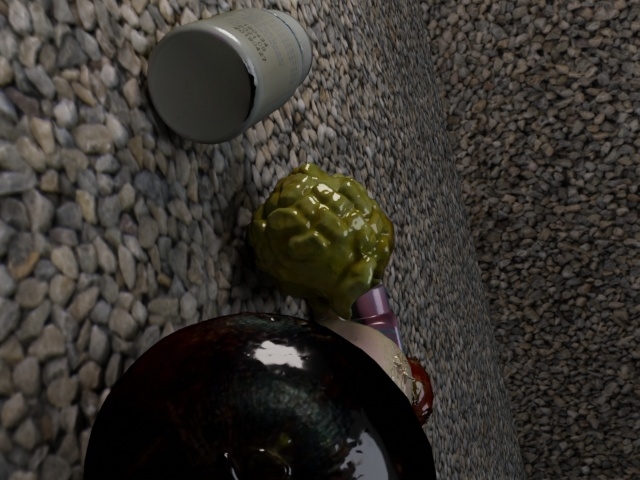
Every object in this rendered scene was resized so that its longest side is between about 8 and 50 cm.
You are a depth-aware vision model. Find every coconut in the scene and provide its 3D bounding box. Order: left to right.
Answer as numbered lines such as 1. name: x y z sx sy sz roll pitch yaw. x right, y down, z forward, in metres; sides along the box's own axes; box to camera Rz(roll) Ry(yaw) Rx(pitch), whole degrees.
1. coconut: 0.017 0.226 0.964 0.234 0.224 0.224 -83 156 -65

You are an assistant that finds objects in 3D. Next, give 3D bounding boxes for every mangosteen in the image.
1. mangosteen: -0.052 0.217 0.680 0.330 0.330 0.329 -10 90 -69

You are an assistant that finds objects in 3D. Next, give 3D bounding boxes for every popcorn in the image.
1. popcorn: 0.007 0.008 1.030 0.217 0.181 0.235 46 -8 21

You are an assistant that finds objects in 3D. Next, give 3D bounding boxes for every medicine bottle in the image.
1. medicine bottle: -0.102 -0.221 0.953 0.258 0.144 0.143 -51 128 -62
2. medicine bottle: 0.093 0.176 1.309 0.119 0.095 0.187 -144 -138 -87

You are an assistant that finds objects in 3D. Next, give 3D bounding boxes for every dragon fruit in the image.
1. dragon fruit: 0.144 0.262 1.436 0.125 0.125 0.246 29 35 -40

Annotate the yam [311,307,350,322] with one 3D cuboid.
1. yam: 0.005 0.082 1.206 0.066 0.066 0.299 -44 120 -65
